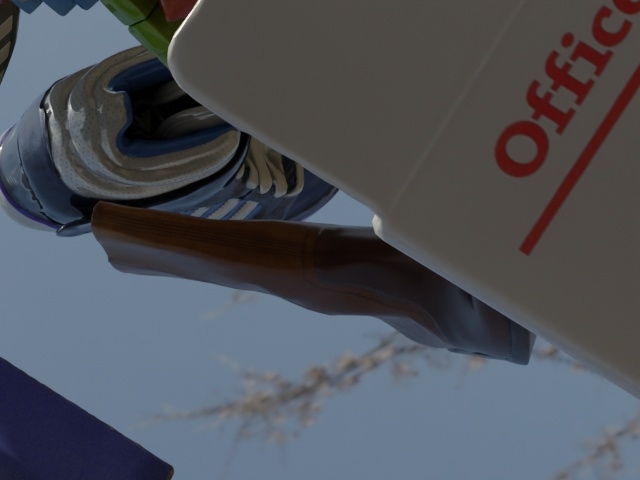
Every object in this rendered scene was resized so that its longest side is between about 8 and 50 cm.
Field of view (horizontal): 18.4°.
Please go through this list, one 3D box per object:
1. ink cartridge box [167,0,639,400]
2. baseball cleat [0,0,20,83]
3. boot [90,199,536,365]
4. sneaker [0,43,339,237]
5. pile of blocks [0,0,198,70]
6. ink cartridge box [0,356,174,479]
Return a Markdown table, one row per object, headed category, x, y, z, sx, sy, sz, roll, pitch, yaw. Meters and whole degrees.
| category | x | y | z | sx | sy | sz | roll | pitch | yaw |
| --- | --- | --- | --- | --- | --- | --- | --- | --- | --- |
| ink cartridge box | 0.156 | -0.041 | 0.582 | 0.353 | 0.207 | 0.119 | 33 | -169 | -1 |
| baseball cleat | -0.237 | -0.102 | 1.269 | 0.072 | 0.109 | 0.206 | 8 | -80 | -5 |
| boot | 0.000 | 0.000 | 1.221 | 0.280 | 0.264 | 0.096 | 13 | -93 | 2 |
| sneaker | -0.069 | -0.074 | 1.475 | 0.322 | 0.236 | 0.130 | -3 | -100 | -32 |
| pile of blocks | -0.142 | -0.140 | 1.021 | 0.113 | 0.362 | 0.149 | -59 | -39 | -29 |
| ink cartridge box | -0.269 | 0.186 | 1.061 | 0.303 | 0.307 | 0.072 | 28 | -172 | 26 |
